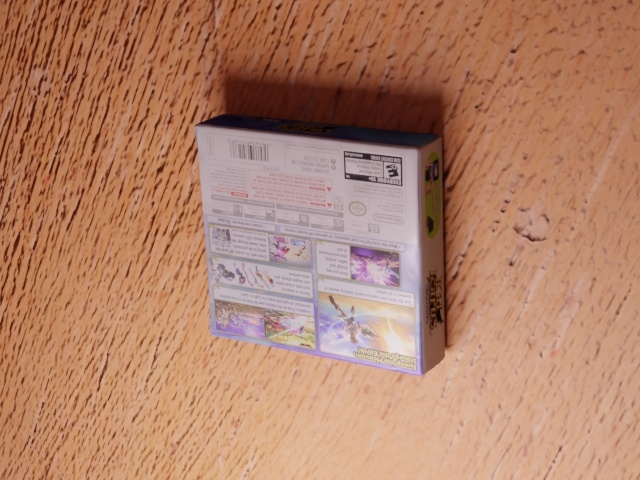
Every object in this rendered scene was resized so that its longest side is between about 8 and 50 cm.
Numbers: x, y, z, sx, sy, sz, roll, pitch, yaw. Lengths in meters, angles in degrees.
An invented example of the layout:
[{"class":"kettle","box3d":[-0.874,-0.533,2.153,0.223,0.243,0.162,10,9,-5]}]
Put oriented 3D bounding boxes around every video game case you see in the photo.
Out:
[{"class":"video game case","box3d":[0.000,0.000,1.519,0.269,0.061,0.244,9,111,30]}]
